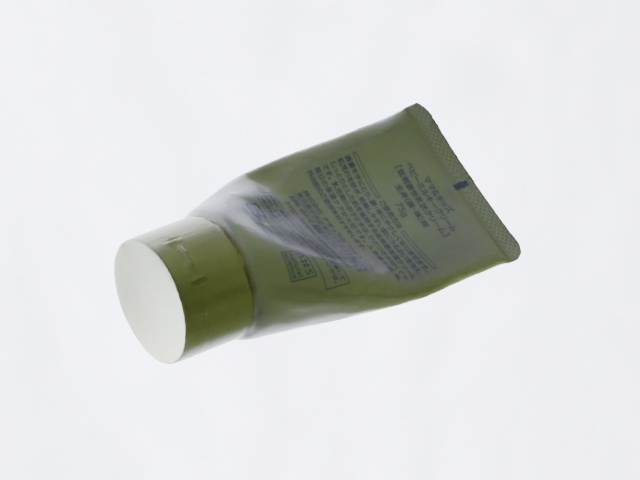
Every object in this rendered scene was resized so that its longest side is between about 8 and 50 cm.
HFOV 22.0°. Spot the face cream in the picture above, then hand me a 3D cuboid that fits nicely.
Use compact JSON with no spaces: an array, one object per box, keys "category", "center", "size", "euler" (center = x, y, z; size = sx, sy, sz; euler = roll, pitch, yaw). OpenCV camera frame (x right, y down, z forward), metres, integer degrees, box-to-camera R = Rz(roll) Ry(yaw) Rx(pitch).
[{"category":"face cream","center":[0.000,0.000,0.910],"size":[0.224,0.070,0.114],"euler":[-21,-110,-33]}]
